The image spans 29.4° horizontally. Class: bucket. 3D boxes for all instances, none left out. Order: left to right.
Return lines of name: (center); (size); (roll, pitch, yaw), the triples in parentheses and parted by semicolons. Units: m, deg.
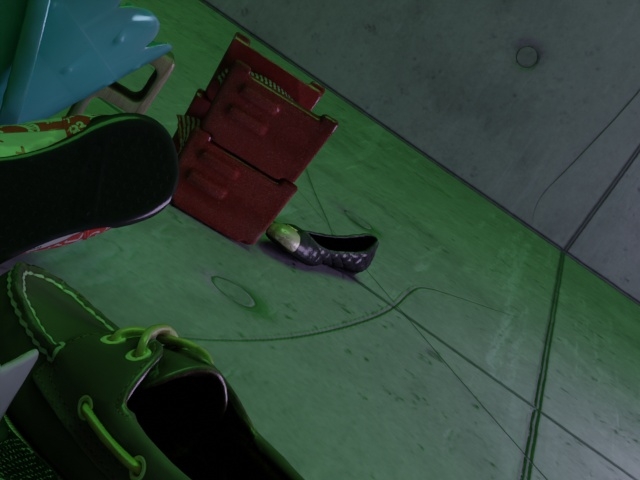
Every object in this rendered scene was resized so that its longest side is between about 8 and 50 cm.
bucket: (-0.254, -0.199, 0.885); (0.281, 0.183, 0.281); (56, -2, 4)

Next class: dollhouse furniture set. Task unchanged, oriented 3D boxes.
dollhouse furniture set: (-0.181, -0.167, 1.208); (0.374, 0.152, 0.201); (31, 13, -15)

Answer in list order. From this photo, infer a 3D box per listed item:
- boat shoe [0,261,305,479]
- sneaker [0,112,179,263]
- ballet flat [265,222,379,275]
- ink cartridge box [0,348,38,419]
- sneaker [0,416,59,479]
boat shoe: (-0.077, 0.102, 0.594); (0.117, 0.096, 0.324); (20, 19, -47)
sneaker: (-0.230, -0.021, 0.723); (0.270, 0.090, 0.145); (-15, 7, -41)
ballet flat: (0.000, 0.000, 1.275); (0.057, 0.049, 0.173); (41, 14, 31)
ink cartridge box: (-0.178, 0.078, 0.414); (0.060, 0.104, 0.180); (34, 12, 6)
sneaker: (-0.184, 0.057, 0.539); (0.178, 0.077, 0.072); (36, 14, 6)
